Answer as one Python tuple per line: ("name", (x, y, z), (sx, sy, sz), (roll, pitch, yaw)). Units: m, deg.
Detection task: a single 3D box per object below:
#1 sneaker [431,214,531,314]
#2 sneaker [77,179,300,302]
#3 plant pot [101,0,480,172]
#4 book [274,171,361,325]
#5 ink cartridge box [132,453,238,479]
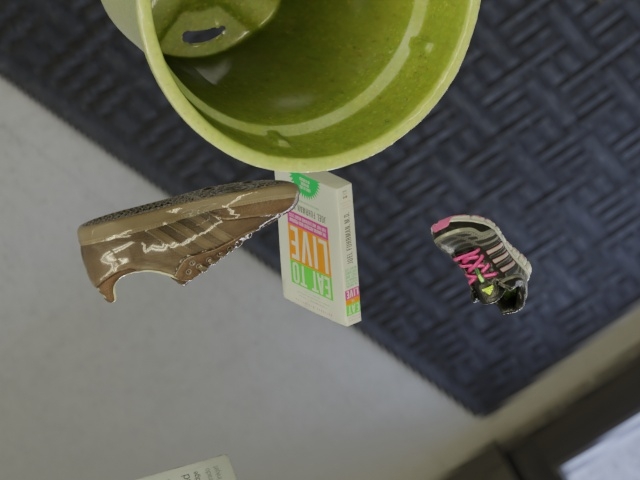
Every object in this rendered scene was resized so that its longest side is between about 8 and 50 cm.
("sneaker", (0.186, 0.031, 2.059), (0.063, 0.074, 0.170), (-21, 141, 29))
("sneaker", (-0.105, -0.002, 1.506), (0.188, 0.066, 0.071), (-13, 101, -9))
("plant pot", (-0.056, -0.213, 1.414), (0.276, 0.254, 0.276), (-7, 107, -25))
("book", (0.000, 0.000, 1.723), (0.035, 0.096, 0.144), (-21, 120, -31))
("ink cartridge box", (-0.143, 0.261, 1.315), (0.208, 0.153, 0.087), (-15, 138, -11))
